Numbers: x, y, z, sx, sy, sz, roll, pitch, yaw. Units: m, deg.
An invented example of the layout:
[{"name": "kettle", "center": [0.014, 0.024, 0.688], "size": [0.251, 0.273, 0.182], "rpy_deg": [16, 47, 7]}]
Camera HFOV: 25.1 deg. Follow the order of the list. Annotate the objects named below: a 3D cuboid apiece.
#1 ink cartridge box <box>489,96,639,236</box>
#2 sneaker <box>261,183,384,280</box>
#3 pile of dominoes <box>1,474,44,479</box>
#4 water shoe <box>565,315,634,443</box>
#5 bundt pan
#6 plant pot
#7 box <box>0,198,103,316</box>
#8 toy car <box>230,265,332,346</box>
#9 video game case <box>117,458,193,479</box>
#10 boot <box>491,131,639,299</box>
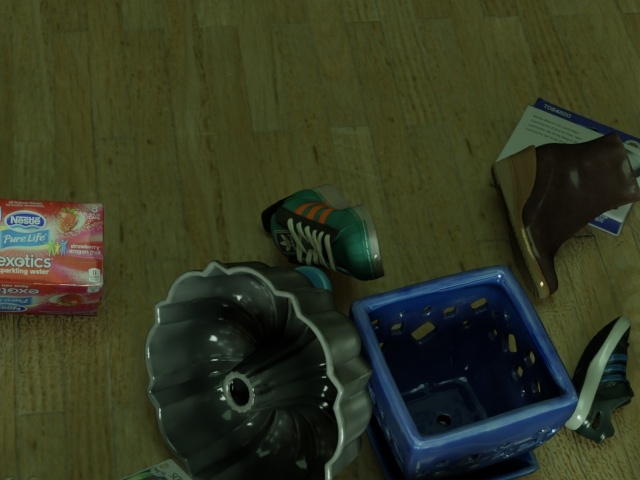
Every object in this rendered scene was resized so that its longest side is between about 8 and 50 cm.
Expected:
[{"name": "ink cartridge box", "center": [0.410, -0.133, 2.289], "size": [0.223, 0.045, 0.224], "rpy_deg": [23, 52, 12]}, {"name": "sneaker", "center": [0.000, 0.000, 2.040], "size": [0.121, 0.108, 0.302], "rpy_deg": [-17, 18, -12]}, {"name": "pile of dominoes", "center": [-0.474, 0.358, 1.764], "size": [0.251, 0.040, 0.196], "rpy_deg": [4, 50, 6]}, {"name": "water shoe", "center": [0.399, 0.197, 2.012], "size": [0.080, 0.073, 0.203], "rpy_deg": [37, 57, -4]}, {"name": "bundt pan", "center": [-0.064, 0.176, 1.820], "size": [0.331, 0.331, 0.124], "rpy_deg": [41, 33, 25]}, {"name": "plant pot", "center": [0.170, 0.202, 1.876], "size": [0.236, 0.212, 0.236], "rpy_deg": [-13, 52, -16]}, {"name": "box", "center": [-0.429, 0.023, 1.982], "size": [0.256, 0.123, 0.128], "rpy_deg": [2, 66, -13]}, {"name": "toy car", "center": [-0.053, 0.101, 1.983], "size": [0.182, 0.136, 0.159], "rpy_deg": [-31, 59, -28]}, {"name": "video game case", "center": [-0.239, 0.339, 1.778], "size": [0.190, 0.022, 0.173], "rpy_deg": [-20, 19, -21]}, {"name": "boot", "center": [0.380, -0.044, 2.145], "size": [0.206, 0.090, 0.248], "rpy_deg": [-12, 63, 0]}]
